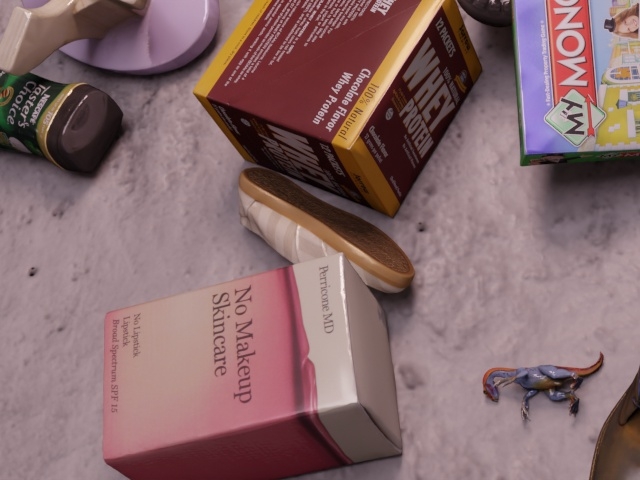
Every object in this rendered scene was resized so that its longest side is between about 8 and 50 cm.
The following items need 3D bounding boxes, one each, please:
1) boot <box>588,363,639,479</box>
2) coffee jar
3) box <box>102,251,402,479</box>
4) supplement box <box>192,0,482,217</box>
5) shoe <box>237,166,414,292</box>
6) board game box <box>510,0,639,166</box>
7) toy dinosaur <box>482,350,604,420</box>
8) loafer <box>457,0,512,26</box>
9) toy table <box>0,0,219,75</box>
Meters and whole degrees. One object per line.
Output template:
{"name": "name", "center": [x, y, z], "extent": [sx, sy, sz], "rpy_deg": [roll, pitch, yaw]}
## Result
{"name": "boot", "center": [0.255, 0.133, 0.902], "extent": [0.082, 0.106, 0.219], "rpy_deg": [18, 70, 30]}
{"name": "coffee jar", "center": [-0.314, -0.139, 1.312], "extent": [0.184, 0.079, 0.096], "rpy_deg": [17, 70, 29]}
{"name": "box", "center": [-0.061, 0.124, 1.027], "extent": [0.232, 0.127, 0.148], "rpy_deg": [-15, 57, 15]}
{"name": "supplement box", "center": [0.020, -0.158, 1.152], "extent": [0.194, 0.129, 0.191], "rpy_deg": [23, 73, 32]}
{"name": "shoe", "center": [0.000, 0.000, 1.118], "extent": [0.219, 0.077, 0.058], "rpy_deg": [33, 114, 34]}
{"name": "board game box", "center": [0.277, -0.229, 1.046], "extent": [0.214, 0.046, 0.317], "rpy_deg": [-3, 80, 4]}
{"name": "toy dinosaur", "center": [0.182, 0.122, 0.994], "extent": [0.082, 0.047, 0.090], "rpy_deg": [20, 38, 39]}
{"name": "loafer", "center": [0.187, -0.378, 1.170], "extent": [0.134, 0.130, 0.365], "rpy_deg": [11, 81, 7]}
{"name": "toy table", "center": [-0.264, -0.289, 1.296], "extent": [0.274, 0.161, 0.252], "rpy_deg": [11, 89, 24]}
